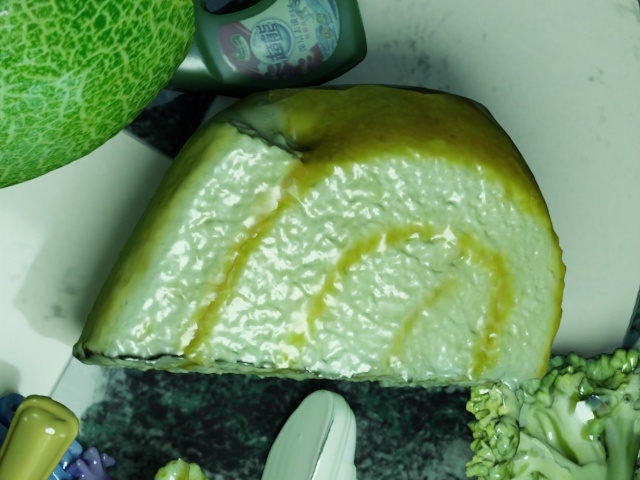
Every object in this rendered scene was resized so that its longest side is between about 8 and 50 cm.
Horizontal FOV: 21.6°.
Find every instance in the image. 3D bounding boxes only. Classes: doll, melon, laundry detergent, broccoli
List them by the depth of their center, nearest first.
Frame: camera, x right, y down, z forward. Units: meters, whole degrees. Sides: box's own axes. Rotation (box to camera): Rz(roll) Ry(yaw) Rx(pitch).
[{"bbox_3d":[-0.262,-0.174,1.270,0.331,0.343,0.226,-11,82,-6],"label":"melon"},{"bbox_3d":[-0.236,0.200,1.452,0.206,0.067,0.110,45,47,-7],"label":"doll"},{"bbox_3d":[-0.071,-0.189,1.493,0.211,0.063,0.137,-16,98,-17],"label":"laundry detergent"},{"bbox_3d":[0.256,0.212,1.546,0.247,0.243,0.263,-25,112,11],"label":"broccoli"}]

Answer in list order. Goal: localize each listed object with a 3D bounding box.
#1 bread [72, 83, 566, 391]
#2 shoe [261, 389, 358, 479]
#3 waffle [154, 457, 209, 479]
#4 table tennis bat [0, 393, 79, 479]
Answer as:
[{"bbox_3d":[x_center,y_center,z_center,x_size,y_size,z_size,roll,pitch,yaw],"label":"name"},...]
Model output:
[{"bbox_3d":[-0.007,-0.005,1.444,0.395,0.239,0.264,7,88,-20],"label":"bread"},{"bbox_3d":[0.000,0.272,1.545,0.110,0.095,0.265,17,93,-27],"label":"shoe"},{"bbox_3d":[-0.154,0.299,1.434,0.054,0.204,0.223,31,70,14],"label":"waffle"},{"bbox_3d":[-0.290,0.268,1.396,0.198,0.050,0.321,29,103,1],"label":"table tennis bat"}]
